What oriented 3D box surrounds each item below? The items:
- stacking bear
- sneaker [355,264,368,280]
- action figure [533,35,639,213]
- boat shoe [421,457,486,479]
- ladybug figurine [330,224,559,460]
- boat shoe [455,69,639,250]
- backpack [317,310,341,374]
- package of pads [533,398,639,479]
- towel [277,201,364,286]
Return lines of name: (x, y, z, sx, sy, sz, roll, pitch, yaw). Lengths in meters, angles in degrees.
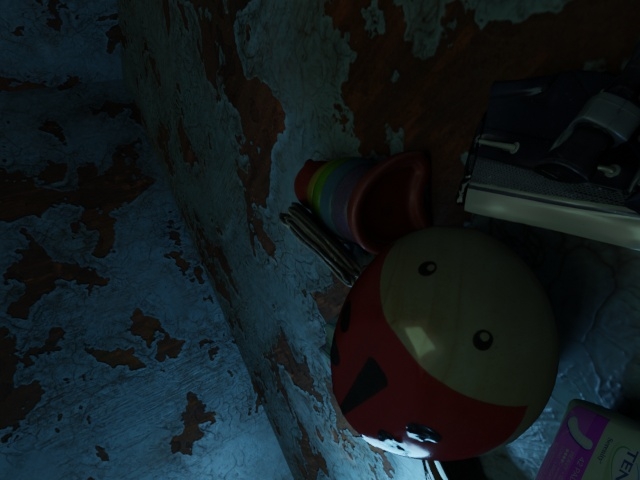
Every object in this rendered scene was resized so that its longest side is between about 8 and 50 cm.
stacking bear: (0.048, -0.087, 0.767, 0.289, 0.164, 0.175, 30, 133, 56)
sneaker: (0.109, 0.110, 0.897, 0.067, 0.042, 0.118, 30, 126, 44)
action figure: (0.279, -0.163, 0.287, 0.185, 0.099, 0.285, 33, 101, 22)
boat shoe: (0.285, 0.521, 0.810, 0.104, 0.110, 0.307, 139, 118, -64)
ladybug figurine: (0.129, 0.174, 0.585, 0.305, 0.162, 0.449, 53, 147, 30)
boat shoe: (0.296, -0.078, 0.377, 0.340, 0.127, 0.158, 19, 108, 42)
backpack: (0.079, 0.252, 0.915, 0.166, 0.144, 0.188, 32, 143, 50)
package of pads: (0.322, 0.345, 0.407, 0.101, 0.296, 0.229, 32, 172, -19)
towel: (0.000, 0.000, 0.821, 0.187, 0.049, 0.282, 45, -176, -2)
